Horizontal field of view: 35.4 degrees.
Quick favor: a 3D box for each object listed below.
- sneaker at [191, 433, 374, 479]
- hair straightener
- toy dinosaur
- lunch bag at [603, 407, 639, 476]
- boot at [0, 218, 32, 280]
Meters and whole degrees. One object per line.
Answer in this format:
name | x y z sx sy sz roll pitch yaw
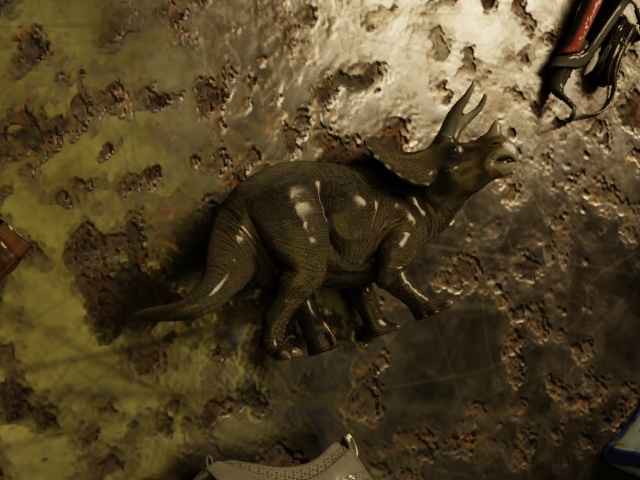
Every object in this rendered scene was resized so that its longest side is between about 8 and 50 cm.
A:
sneaker | -0.084 0.213 0.709 0.281 0.105 0.115 -7 56 -20
hair straightener | 0.274 -0.200 0.898 0.089 0.047 0.230 30 76 -19
toy dinosaur | 0.000 0.000 0.748 0.313 0.121 0.160 -14 81 -19
lunch bag | 0.342 0.177 0.862 0.151 0.129 0.096 -11 90 -22
boot | -0.265 0.015 0.658 0.106 0.037 0.114 43 76 -14
